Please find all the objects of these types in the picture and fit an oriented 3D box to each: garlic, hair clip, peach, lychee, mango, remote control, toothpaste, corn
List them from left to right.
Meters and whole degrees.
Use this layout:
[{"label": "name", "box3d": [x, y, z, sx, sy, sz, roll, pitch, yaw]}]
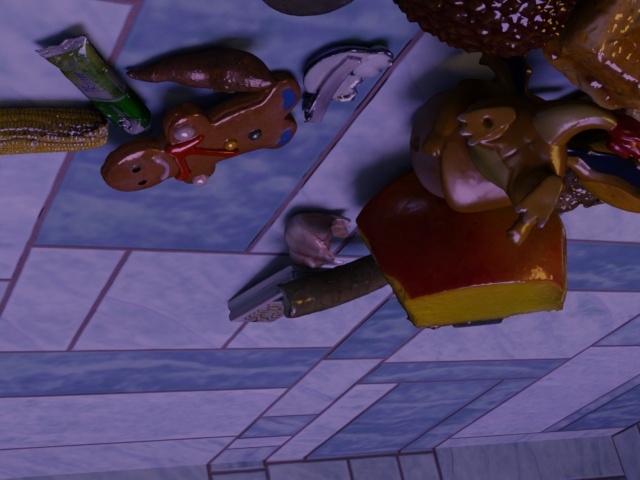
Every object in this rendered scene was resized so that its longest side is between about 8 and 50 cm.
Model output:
[{"label": "corn", "box3d": [-0.410, -0.160, 1.508, 0.203, 0.072, 0.072, -4, 152, -20]}, {"label": "toothpaste", "box3d": [-0.306, -0.215, 1.474, 0.078, 0.046, 0.248, -14, 152, 14]}, {"label": "remote control", "box3d": [-0.085, 0.117, 2.166, 0.103, 0.055, 0.277, 5, 159, -33]}, {"label": "garlic", "box3d": [-0.011, 0.006, 1.991, 0.124, 0.099, 0.174, 9, 153, -2]}, {"label": "hair clip", "box3d": [0.026, -0.244, 1.566, 0.116, 0.049, 0.172, 1, 148, -36]}, {"label": "peach", "box3d": [0.240, -0.006, 1.837, 0.380, 0.306, 0.242, -6, 148, 14]}, {"label": "lychee", "box3d": [0.205, -0.342, 1.262, 0.271, 0.236, 0.236, 6, 151, -6]}, {"label": "mango", "box3d": [0.564, -0.124, 1.817, 0.317, 0.119, 0.176, 8, 146, -29]}]

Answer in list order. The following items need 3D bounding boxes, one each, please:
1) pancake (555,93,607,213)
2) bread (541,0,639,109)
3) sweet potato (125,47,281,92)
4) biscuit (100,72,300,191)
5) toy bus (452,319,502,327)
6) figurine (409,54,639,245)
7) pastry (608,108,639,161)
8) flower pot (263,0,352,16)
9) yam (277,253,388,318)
[{"label": "pancake", "box3d": [0.517, -0.168, 1.912, 0.382, 0.071, 0.382, -10, 150, -6]}, {"label": "bread", "box3d": [0.442, -0.341, 1.342, 0.195, 0.149, 0.344, 33, 96, -21]}, {"label": "sweet potato", "box3d": [-0.163, -0.244, 1.473, 0.226, 0.068, 0.068, 4, 154, 7]}, {"label": "biscuit", "box3d": [-0.181, -0.146, 1.601, 0.324, 0.049, 0.205, -18, 156, -12]}, {"label": "toy bus", "box3d": [0.358, 0.065, 2.190, 0.139, 0.167, 0.275, -4, 151, -18]}, {"label": "figurine", "box3d": [0.310, -0.136, 1.578, 0.268, 0.401, 0.387, -54, -177, 5]}, {"label": "pastry", "box3d": [0.540, -0.255, 1.623, 0.237, 0.170, 0.256, 29, 103, -32]}, {"label": "flower pot", "box3d": [-0.018, -0.360, 1.205, 0.235, 0.148, 0.235, -10, 155, -5]}, {"label": "yam", "box3d": [0.079, 0.073, 2.064, 0.372, 0.083, 0.083, -17, 159, -31]}]
